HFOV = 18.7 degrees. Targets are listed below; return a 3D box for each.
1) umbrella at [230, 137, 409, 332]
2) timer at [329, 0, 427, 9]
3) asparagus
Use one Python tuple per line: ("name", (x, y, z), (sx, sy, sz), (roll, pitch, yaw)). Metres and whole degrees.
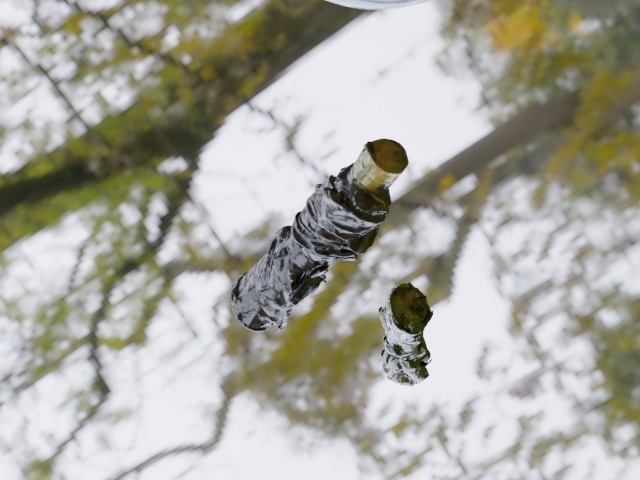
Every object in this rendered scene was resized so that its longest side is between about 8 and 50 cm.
("umbrella", (0.000, 0.000, 0.931), (0.040, 0.144, 0.037), (39, -134, -2))
("timer", (0.051, -0.241, 1.044), (0.175, 0.175, 0.255), (41, -117, -28))
("asparagus", (0.053, 0.063, 1.201), (0.036, 0.030, 0.165), (37, 166, 15))
